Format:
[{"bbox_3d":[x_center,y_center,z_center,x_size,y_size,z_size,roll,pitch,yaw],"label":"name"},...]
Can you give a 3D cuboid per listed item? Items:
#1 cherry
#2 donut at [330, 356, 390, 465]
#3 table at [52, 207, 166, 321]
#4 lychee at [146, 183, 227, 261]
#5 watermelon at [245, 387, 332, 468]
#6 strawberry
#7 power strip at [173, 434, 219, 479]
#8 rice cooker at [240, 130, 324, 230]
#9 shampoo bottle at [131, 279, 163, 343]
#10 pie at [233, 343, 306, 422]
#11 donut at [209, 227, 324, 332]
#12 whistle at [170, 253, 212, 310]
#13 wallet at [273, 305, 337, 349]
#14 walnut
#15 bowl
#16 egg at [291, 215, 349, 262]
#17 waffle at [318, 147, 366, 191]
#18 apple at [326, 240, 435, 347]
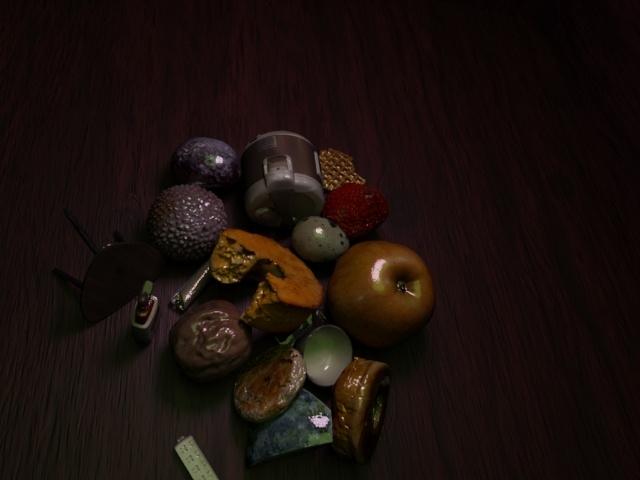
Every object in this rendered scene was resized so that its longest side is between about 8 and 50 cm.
[{"bbox_3d":[-0.453,-0.289,1.836,0.295,0.218,0.255,3,20,13],"label":"cherry"},{"bbox_3d":[0.123,0.538,1.528,0.159,0.330,0.330,9,55,19],"label":"donut"},{"bbox_3d":[-0.746,0.071,1.565,0.249,0.317,0.317,36,56,21],"label":"table"},{"bbox_3d":[-0.472,-0.071,1.689,0.299,0.300,0.300,8,59,-13],"label":"lychee"},{"bbox_3d":[-0.097,0.598,1.522,0.319,0.214,0.290,-34,32,8],"label":"watermelon"},{"bbox_3d":[0.136,-0.129,1.900,0.250,0.288,0.239,-38,82,-24],"label":"strawberry"},{"bbox_3d":[-0.357,0.703,1.421,0.060,0.027,0.253,-31,74,-29],"label":"power strip"},{"bbox_3d":[-0.146,-0.224,1.843,0.334,0.335,0.326,1,59,-17],"label":"rice cooker"},{"bbox_3d":[-0.547,0.223,1.488,0.071,0.284,0.153,18,59,-9],"label":"shampoo bottle"},{"bbox_3d":[-0.164,0.452,1.515,0.055,0.274,0.274,54,48,-35],"label":"pie"},{"bbox_3d":[-0.173,0.149,1.632,0.377,0.164,0.435,15,25,-49],"label":"donut"},{"bbox_3d":[-0.418,0.119,1.722,0.067,0.057,0.326,34,57,6],"label":"whistle"},{"bbox_3d":[-0.052,0.333,1.721,0.230,0.042,0.124,-33,81,-28],"label":"wallet"},{"bbox_3d":[-0.349,0.319,1.525,0.273,0.273,0.227,-27,103,-28],"label":"walnut"},{"bbox_3d":[-0.002,0.395,1.637,0.211,0.112,0.212,5,82,-34],"label":"bowl"},{"bbox_3d":[0.000,0.000,1.804,0.227,0.177,0.177,14,58,0],"label":"egg"},{"bbox_3d":[0.085,-0.309,2.126,0.248,0.056,0.253,9,58,-12],"label":"waffle"},{"bbox_3d":[0.221,0.187,1.717,0.399,0.334,0.401,7,58,-12],"label":"apple"}]
